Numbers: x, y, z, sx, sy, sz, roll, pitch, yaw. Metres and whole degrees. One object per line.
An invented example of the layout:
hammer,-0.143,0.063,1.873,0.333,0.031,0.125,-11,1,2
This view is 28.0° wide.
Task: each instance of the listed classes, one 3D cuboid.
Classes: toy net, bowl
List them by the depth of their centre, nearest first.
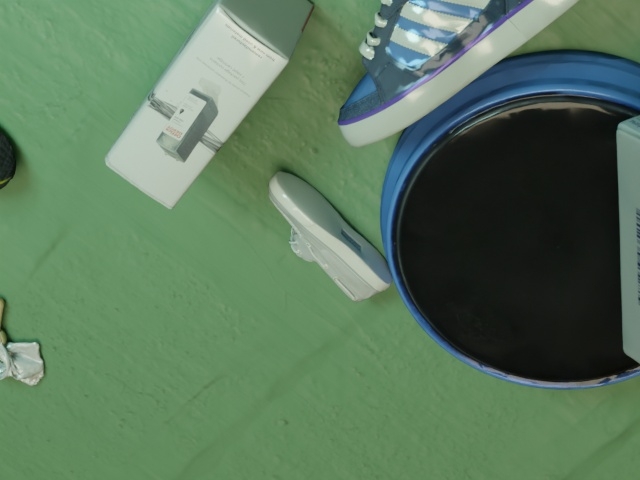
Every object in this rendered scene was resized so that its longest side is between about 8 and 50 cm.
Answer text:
bowl,0.253,-0.008,1.367,0.391,0.077,0.391,5,120,8
toy net,-0.438,0.107,1.585,0.122,0.045,0.232,-25,112,23

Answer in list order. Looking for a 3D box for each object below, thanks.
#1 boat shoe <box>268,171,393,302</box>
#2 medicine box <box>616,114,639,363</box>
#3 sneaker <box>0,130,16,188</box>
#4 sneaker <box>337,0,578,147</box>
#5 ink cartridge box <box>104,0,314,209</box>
boat shoe,0.000,0.000,1.434,0.063,0.066,0.184,-38,116,26
medicine box,0.443,-0.013,1.213,0.289,0.149,0.264,-19,120,-18
sneaker,-0.495,-0.096,1.456,0.299,0.111,0.121,7,155,-4
sneaker,0.089,-0.262,1.236,0.322,0.130,0.236,-34,99,31
ink cartridge box,-0.113,-0.160,1.302,0.092,0.159,0.218,37,120,-12
